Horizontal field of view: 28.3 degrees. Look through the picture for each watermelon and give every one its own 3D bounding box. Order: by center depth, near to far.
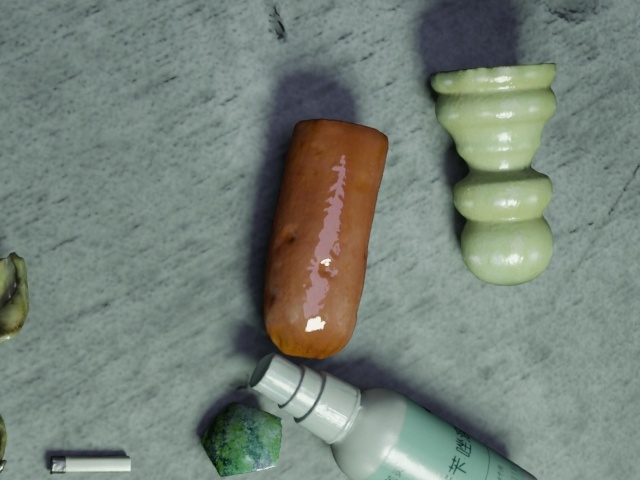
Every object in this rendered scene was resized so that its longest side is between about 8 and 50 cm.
[{"bbox_3d":[-0.075,0.222,1.377,0.084,0.092,0.072,-59,146,-4],"label":"watermelon"}]

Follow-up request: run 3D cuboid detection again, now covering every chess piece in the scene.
[{"bbox_3d":[0.206,-0.073,1.465,0.144,0.144,0.251,-6,96,-19],"label":"chess piece"}]

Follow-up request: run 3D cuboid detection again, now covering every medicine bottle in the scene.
[{"bbox_3d":[0.080,0.227,1.405,0.352,0.110,0.110,33,77,-15],"label":"medicine bottle"}]

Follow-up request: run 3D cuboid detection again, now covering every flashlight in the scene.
[{"bbox_3d":[-0.243,0.237,1.343,0.083,0.018,0.018,3,88,-19],"label":"flashlight"}]

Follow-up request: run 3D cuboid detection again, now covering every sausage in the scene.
[{"bbox_3d":[0.000,0.000,1.394,0.113,0.113,0.259,13,84,-18],"label":"sausage"}]

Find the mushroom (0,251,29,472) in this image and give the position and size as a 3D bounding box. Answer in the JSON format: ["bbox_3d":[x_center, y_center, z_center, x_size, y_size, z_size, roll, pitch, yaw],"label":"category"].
[{"bbox_3d":[-0.406,0.082,1.246,0.247,0.130,0.344,-17,94,-35],"label":"mushroom"}]
